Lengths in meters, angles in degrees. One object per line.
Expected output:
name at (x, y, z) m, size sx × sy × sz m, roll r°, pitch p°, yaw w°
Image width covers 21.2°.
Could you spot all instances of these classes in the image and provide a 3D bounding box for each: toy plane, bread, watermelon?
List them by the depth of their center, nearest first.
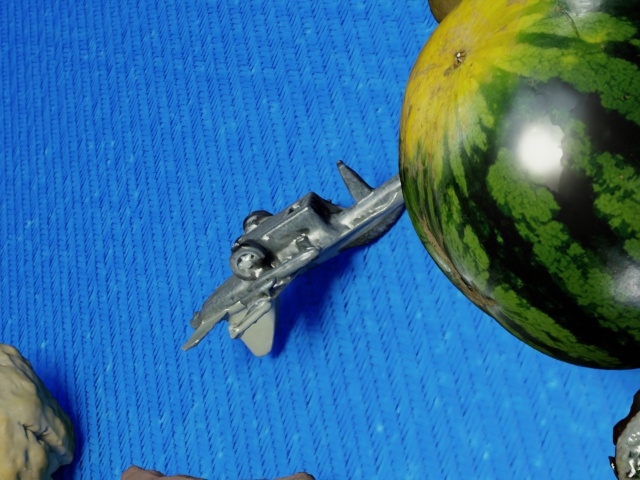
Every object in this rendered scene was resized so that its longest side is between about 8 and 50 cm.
watermelon at (0.170, -0.054, 1.014) m, size 0.269 × 0.269 × 0.269 m, roll -30°, pitch 48°, yaw 39°
toy plane at (-0.008, -0.008, 1.357) m, size 0.262 × 0.088 × 0.192 m, roll -45°, pitch 12°, yaw 20°
bread at (-0.317, 0.215, 1.579) m, size 0.244 × 0.134 × 0.244 m, roll -30°, pitch 49°, yaw 42°

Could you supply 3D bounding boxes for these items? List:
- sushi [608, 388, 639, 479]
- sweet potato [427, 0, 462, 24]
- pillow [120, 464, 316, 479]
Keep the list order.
sushi at (0.225, 0.126, 0.974) m, size 0.098 × 0.084 × 0.094 m, roll -41°, pitch 38°, yaw 23°
sweet potato at (0.127, -0.197, 1.294) m, size 0.085 × 0.112 × 0.286 m, roll -42°, pitch 34°, yaw 23°
pillow at (-0.101, 0.284, 1.297) m, size 0.223 × 0.084 × 0.236 m, roll -11°, pitch 63°, yaw 47°
